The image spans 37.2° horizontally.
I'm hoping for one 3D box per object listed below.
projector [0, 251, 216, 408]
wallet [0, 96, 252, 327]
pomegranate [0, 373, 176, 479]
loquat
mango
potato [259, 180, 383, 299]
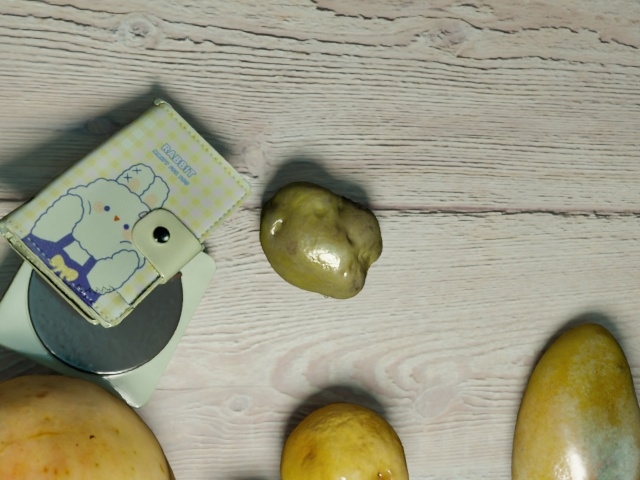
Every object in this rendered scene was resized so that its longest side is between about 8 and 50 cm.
[{"bbox_3d":[-0.323,0.084,1.421,0.259,0.079,0.257,30,78,-18],"label":"projector"},{"bbox_3d":[-0.273,-0.042,1.366,0.223,0.077,0.309,47,61,-4],"label":"wallet"},{"bbox_3d":[-0.395,0.366,1.297,0.411,0.411,0.412,-1,95,-14],"label":"pomegranate"},{"bbox_3d":[0.037,0.362,1.489,0.208,0.208,0.208,-1,95,-14],"label":"loquat"},{"bbox_3d":[0.433,0.324,1.585,0.221,0.199,0.384,15,78,-9],"label":"mango"},{"bbox_3d":[-0.002,0.000,1.477,0.200,0.137,0.155,29,57,-15],"label":"potato"}]
